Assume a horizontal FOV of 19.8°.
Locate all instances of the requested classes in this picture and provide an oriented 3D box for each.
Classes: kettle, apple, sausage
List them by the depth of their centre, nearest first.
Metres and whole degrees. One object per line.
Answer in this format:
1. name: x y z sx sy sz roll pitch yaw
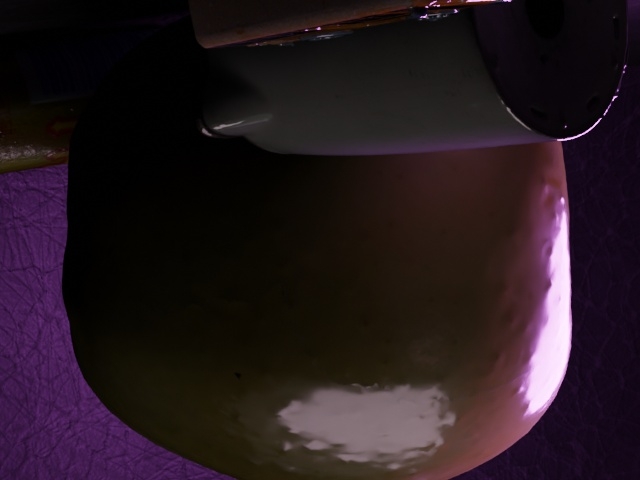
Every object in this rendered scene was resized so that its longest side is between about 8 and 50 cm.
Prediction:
1. kettle: 0.068 -0.149 1.210 0.255 0.165 0.240 -6 -149 44
2. apple: 0.000 0.000 1.524 0.473 0.474 0.473 -8 -179 0
3. sausage: -0.191 -0.133 1.692 0.317 0.117 0.125 -9 172 -28

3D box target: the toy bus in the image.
1. toy bus: 0.012 -0.162 1.039 0.182 0.091 0.103 -5 -176 43
